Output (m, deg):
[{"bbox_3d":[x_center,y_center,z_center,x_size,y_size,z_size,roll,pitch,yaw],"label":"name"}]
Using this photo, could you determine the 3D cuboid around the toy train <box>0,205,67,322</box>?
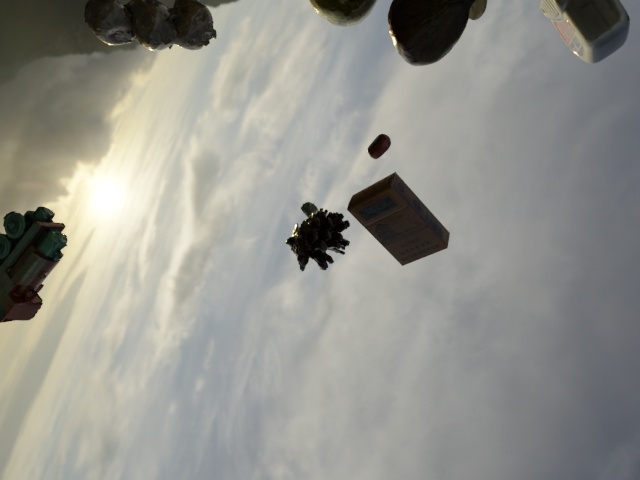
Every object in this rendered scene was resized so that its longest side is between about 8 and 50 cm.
[{"bbox_3d":[-0.469,0.034,0.815,0.176,0.118,0.074,-46,167,11],"label":"toy train"}]

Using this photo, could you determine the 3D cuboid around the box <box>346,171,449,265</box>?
[{"bbox_3d":[0.235,-0.057,1.533,0.174,0.274,0.076,-27,-151,39],"label":"box"}]

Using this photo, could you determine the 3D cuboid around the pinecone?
[{"bbox_3d":[-0.003,-0.002,1.431,0.195,0.150,0.179,-43,-170,-1],"label":"pinecone"}]

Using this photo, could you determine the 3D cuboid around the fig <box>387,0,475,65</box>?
[{"bbox_3d":[0.304,-0.538,1.201,0.290,0.190,0.190,-21,-134,19],"label":"fig"}]

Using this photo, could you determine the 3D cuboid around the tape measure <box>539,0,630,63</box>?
[{"bbox_3d":[0.673,-0.588,1.310,0.130,0.265,0.258,-36,176,21],"label":"tape measure"}]

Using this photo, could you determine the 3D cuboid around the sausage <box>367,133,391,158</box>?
[{"bbox_3d":[0.206,-0.327,1.780,0.094,0.054,0.059,-47,-163,18],"label":"sausage"}]

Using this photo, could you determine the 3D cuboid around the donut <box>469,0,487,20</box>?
[{"bbox_3d":[0.421,-0.728,1.512,0.065,0.166,0.108,-54,-179,-22],"label":"donut"}]

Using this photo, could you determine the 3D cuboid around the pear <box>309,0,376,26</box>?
[{"bbox_3d":[0.078,-0.834,1.693,0.253,0.253,0.307,-52,-153,27],"label":"pear"}]

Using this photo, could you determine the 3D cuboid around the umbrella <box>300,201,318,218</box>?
[{"bbox_3d":[-0.009,-0.070,1.637,0.062,0.067,0.143,-32,-127,-8],"label":"umbrella"}]

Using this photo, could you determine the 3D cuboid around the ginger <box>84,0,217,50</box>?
[{"bbox_3d":[-0.278,-0.359,0.845,0.104,0.204,0.080,68,-27,16],"label":"ginger"}]
